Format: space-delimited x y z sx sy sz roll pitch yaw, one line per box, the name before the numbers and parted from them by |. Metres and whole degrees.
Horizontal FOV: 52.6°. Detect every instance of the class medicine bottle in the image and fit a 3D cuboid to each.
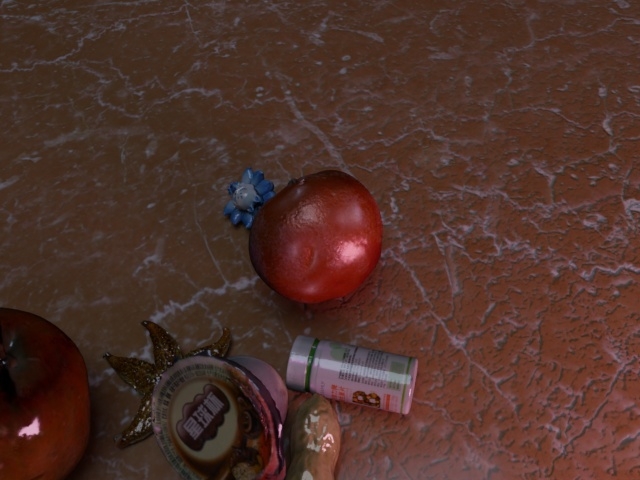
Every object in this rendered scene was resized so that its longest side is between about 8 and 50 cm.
medicine bottle | 0.048 0.198 0.961 0.183 0.086 0.086 9 56 12

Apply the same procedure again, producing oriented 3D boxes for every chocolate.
chocolate | -0.110 0.238 0.906 0.221 0.221 0.147 27 21 22

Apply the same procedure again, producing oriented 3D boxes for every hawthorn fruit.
hawthorn fruit | -0.449 0.211 0.867 0.268 0.300 0.267 10 36 -8

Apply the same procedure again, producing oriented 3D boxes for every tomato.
tomato | -0.003 0.003 1.025 0.232 0.232 0.188 -36 77 -19

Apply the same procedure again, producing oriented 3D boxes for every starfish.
starfish | -0.236 0.212 1.007 0.240 0.043 0.227 -39 61 -23

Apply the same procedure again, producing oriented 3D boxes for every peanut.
peanut | -0.012 0.304 0.894 0.082 0.082 0.187 4 56 8

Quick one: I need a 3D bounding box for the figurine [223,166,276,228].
figurine | -0.119 -0.069 1.169 0.114 0.079 0.114 -8 71 23
